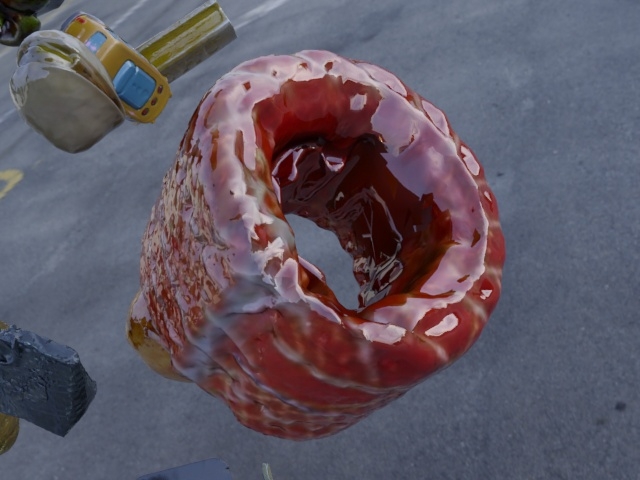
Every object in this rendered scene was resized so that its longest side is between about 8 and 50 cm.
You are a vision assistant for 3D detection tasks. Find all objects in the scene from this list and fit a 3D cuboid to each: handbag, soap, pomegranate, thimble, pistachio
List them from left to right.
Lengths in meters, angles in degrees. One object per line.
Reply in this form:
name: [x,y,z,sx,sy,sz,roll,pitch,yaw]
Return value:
handbag: [-0.409,0.158,0.905,0.270,0.175,0.088,13,51,14]
pistachio: [-0.266,-0.155,0.732,0.113,0.113,0.149,-34,-9,-13]
soap: [-0.284,-0.386,1.405,0.232,0.073,0.140,-33,2,1]
pomegranate: [-0.206,0.135,1.187,0.248,0.248,0.248,-19,32,12]
thimble: [0.000,0.000,0.688,0.230,0.350,0.350,-46,10,46]

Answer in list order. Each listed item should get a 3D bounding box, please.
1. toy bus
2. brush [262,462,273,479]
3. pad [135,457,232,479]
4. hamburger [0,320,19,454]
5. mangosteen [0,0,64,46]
toy bus: [-0.361,-0.290,1.226,0.136,0.209,0.126,31,87,30]
brush: [-0.082,0.502,1.251,0.048,0.282,0.054,-15,39,-11]
pad: [-0.218,0.524,1.212,0.181,0.267,0.004,-14,-1,-2]
hamburger: [-0.634,0.263,1.254,0.134,0.265,0.284,-9,66,-1]
mangosteen: [-0.565,-0.491,1.197,0.311,0.311,0.311,-19,32,12]
